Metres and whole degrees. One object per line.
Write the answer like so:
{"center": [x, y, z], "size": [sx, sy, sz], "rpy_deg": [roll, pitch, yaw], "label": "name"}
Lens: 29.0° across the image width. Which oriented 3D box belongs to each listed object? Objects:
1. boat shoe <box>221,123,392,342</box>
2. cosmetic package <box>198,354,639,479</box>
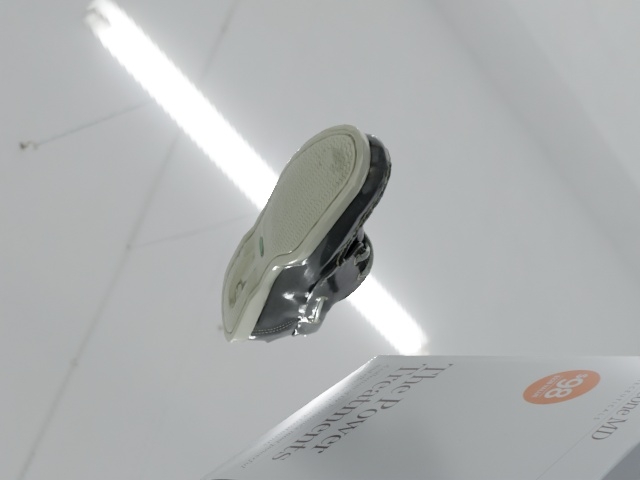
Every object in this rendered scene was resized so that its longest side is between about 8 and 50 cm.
{"center": [0.000, 0.000, 0.848], "size": [0.079, 0.233, 0.084], "rpy_deg": [10, -125, -18], "label": "boat shoe"}
{"center": [0.022, 0.184, 0.677], "size": [0.377, 0.284, 0.097], "rpy_deg": [-30, -72, -39], "label": "cosmetic package"}
